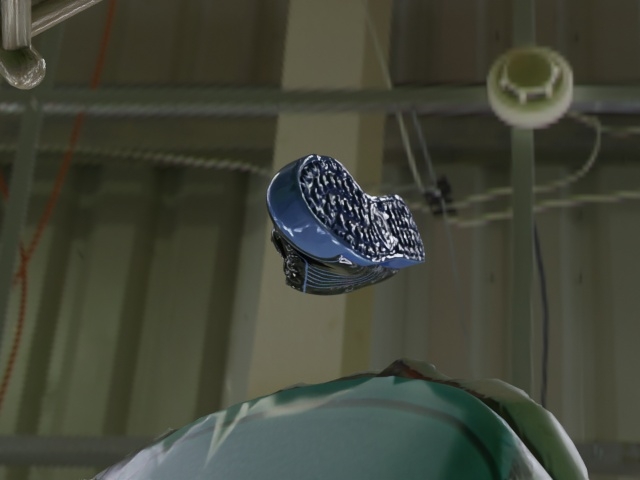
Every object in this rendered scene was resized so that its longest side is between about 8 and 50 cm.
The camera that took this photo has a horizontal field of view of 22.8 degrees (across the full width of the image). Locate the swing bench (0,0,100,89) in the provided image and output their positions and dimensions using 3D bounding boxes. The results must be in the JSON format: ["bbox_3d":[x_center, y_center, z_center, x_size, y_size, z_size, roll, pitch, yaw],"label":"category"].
[{"bbox_3d":[-0.164,-0.251,0.711,0.255,0.253,0.165,31,-136,24],"label":"swing bench"}]

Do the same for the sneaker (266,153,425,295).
[{"bbox_3d":[0.000,0.000,1.138,0.090,0.232,0.081,-24,-107,17],"label":"sneaker"}]

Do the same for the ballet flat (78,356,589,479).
[{"bbox_3d":[-0.050,0.137,0.456,0.409,0.147,0.147,-22,-133,46],"label":"ballet flat"}]
